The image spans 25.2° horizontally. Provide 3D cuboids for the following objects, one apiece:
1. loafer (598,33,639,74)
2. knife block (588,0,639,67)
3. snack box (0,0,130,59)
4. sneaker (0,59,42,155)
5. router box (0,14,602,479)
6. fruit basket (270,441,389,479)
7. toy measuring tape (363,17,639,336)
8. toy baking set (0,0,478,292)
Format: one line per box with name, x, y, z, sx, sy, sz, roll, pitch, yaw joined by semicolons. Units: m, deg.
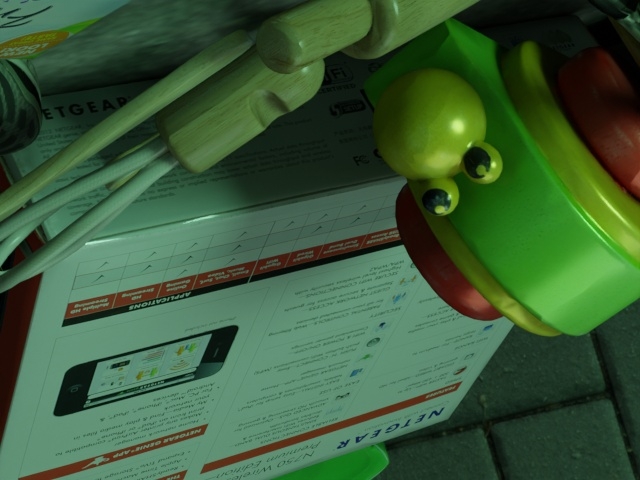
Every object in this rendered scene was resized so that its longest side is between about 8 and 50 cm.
loafer;0.261;-0.104;0.790;0.366;0.134;0.130;-9;-159;39
knife block;0.163;-0.078;0.573;0.242;0.088;0.275;-19;162;-24
snack box;-0.098;-0.075;0.344;0.100;0.037;0.141;-19;174;39
sneaker;-0.136;-0.032;0.465;0.063;0.075;0.170;-17;175;10
router box;-0.029;0.032;0.769;0.335;0.082;0.301;-13;148;-31
fruit basket;-0.111;0.124;1.154;0.327;0.165;0.353;-37;-149;-6
toy measuring tape;0.125;-0.011;0.626;0.121;0.121;0.330;-20;162;30
toy baking set;-0.028;-0.044;0.493;0.197;0.030;0.256;-32;-178;38
